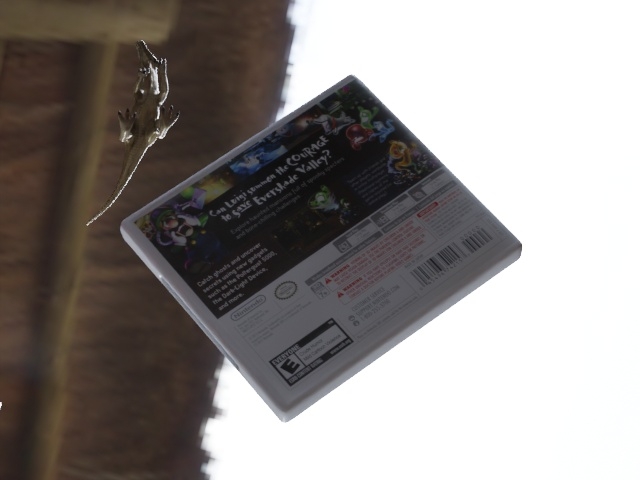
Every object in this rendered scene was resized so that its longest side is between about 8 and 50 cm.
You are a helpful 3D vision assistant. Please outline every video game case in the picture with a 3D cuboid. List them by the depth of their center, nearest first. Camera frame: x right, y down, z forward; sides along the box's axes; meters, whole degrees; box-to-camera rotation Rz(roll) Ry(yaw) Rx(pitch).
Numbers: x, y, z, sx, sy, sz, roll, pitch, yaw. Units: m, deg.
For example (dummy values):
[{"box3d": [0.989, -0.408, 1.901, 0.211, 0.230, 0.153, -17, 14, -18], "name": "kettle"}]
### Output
[{"box3d": [0.000, 0.000, 1.164, 0.190, 0.173, 0.022, -34, -26, -17], "name": "video game case"}]

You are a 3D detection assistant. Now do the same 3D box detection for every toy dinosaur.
[{"box3d": [-0.165, -0.101, 1.706, 0.092, 0.053, 0.183, 137, 147, -72], "name": "toy dinosaur"}]
